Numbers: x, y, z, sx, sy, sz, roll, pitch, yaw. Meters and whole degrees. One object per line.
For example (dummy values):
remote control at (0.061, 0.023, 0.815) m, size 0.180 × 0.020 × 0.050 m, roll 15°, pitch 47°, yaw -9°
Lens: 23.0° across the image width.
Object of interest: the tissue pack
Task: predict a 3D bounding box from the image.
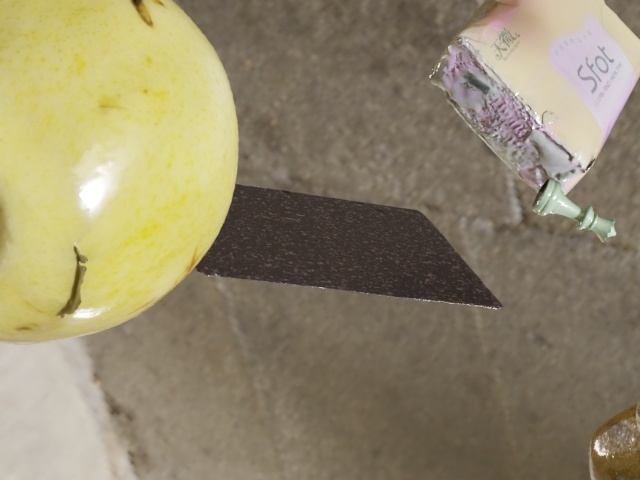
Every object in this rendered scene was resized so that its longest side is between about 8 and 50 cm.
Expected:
tissue pack at (0.248, -0.194, 1.786) m, size 0.215 × 0.256 × 0.123 m, roll 44°, pitch 137°, yaw -8°

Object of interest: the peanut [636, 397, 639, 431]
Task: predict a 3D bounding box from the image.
peanut at (0.374, 0.163, 1.548) m, size 0.194 × 0.083 × 0.093 m, roll 127°, pitch 136°, yaw -65°

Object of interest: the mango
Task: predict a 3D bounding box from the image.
mango at (0.490, 0.286, 2.013) m, size 0.329 × 0.177 × 0.175 m, roll -15°, pitch 70°, yaw 54°

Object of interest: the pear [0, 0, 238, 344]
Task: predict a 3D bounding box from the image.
pear at (-0.214, -0.067, 1.199) m, size 0.309 × 0.309 × 0.309 m, roll 27°, pitch 141°, yaw 24°

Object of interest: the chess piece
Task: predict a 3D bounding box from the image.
chess piece at (0.277, -0.028, 1.696) m, size 0.093 × 0.042 × 0.042 m, roll 30°, pitch 144°, yaw -2°

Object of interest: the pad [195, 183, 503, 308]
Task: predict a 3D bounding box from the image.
pad at (0.000, 0.000, 1.570) m, size 0.220 × 0.330 × 0.004 m, roll 55°, pitch 132°, yaw 55°
